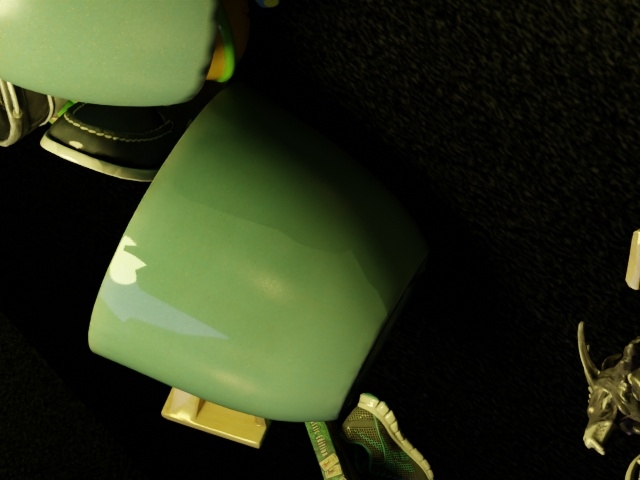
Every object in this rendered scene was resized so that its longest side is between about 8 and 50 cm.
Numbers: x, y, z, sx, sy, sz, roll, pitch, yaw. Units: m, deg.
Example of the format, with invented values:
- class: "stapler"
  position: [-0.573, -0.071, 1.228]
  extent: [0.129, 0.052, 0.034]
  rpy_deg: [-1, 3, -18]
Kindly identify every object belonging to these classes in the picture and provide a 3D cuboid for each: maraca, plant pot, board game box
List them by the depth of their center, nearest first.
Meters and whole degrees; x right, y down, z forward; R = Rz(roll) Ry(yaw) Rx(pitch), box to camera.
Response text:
- class: "plant pot"
  position: [-0.224, -0.238, 1.302]
  extent: [0.290, 0.195, 0.290]
  rpy_deg: [168, 90, -68]
- class: "maraca"
  position: [-0.123, -0.225, 1.446]
  extent: [0.127, 0.099, 0.185]
  rpy_deg: [18, 135, 55]
- class: "plant pot"
  position: [-0.040, 0.034, 1.523]
  extent: [0.235, 0.293, 0.293]
  rpy_deg: [29, 158, 7]
- class: "board game box"
  position: [0.014, 0.255, 2.036]
  extent: [0.136, 0.030, 0.259]
  rpy_deg: [58, -174, -37]

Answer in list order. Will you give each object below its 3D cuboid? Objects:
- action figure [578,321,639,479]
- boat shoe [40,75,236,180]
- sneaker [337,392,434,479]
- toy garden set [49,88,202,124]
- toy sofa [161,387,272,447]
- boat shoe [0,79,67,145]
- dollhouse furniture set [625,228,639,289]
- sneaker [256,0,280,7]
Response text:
- class: "action figure"
  position: [0.296, 0.178, 1.302]
  extent: [0.276, 0.141, 0.164]
  rpy_deg: [32, 158, 28]
- class: "boat shoe"
  position: [-0.160, -0.119, 1.493]
  extent: [0.114, 0.091, 0.302]
  rpy_deg: [24, -166, 8]
- class: "sneaker"
  position: [0.077, 0.270, 2.031]
  extent: [0.166, 0.076, 0.065]
  rpy_deg: [54, 160, -21]
- class: "toy garden set"
  position: [-0.233, -0.151, 1.695]
  extent: [0.244, 0.049, 0.204]
  rpy_deg: [-7, 144, 44]
- class: "toy sofa"
  position: [-0.128, 0.101, 2.069]
  extent: [0.150, 0.177, 0.362]
  rpy_deg: [16, 151, 14]
- class: "boat shoe"
  position: [-0.356, -0.232, 1.579]
  extent: [0.108, 0.102, 0.301]
  rpy_deg: [-6, 118, 38]
- class: "dollhouse furniture set"
  position: [0.289, 0.111, 1.089]
  extent: [0.161, 0.212, 0.242]
  rpy_deg: [29, 128, 38]
- class: "sneaker"
  position: [-0.057, -0.268, 1.286]
  extent: [0.078, 0.067, 0.188]
  rpy_deg: [46, 165, 48]
